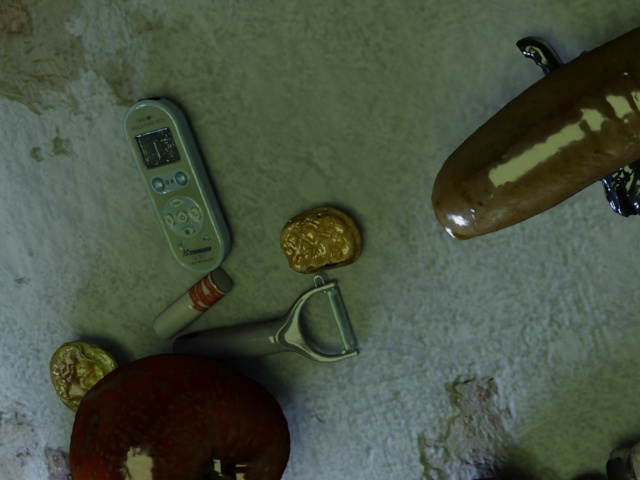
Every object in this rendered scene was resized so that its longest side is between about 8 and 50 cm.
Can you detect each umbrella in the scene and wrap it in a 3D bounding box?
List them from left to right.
[{"bbox_3d":[0.303,-0.128,1.279,0.071,0.071,0.248,-32,98,29],"label":"umbrella"}]

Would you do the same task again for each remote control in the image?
[{"bbox_3d":[-0.186,-0.073,1.512,0.087,0.047,0.244,-11,107,29],"label":"remote control"}]

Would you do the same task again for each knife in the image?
[{"bbox_3d":[-0.093,0.125,1.554,0.278,0.053,0.123,-12,100,25],"label":"knife"}]

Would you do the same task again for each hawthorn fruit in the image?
[{"bbox_3d":[-0.202,0.282,1.540,0.299,0.275,0.275,-4,110,35],"label":"hawthorn fruit"}]

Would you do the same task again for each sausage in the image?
[{"bbox_3d":[0.333,-0.149,1.182,0.500,0.123,0.136,-25,105,15],"label":"sausage"}]

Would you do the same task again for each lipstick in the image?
[{"bbox_3d":[-0.177,0.088,1.578,0.130,0.038,0.038,-38,94,30],"label":"lipstick"}]

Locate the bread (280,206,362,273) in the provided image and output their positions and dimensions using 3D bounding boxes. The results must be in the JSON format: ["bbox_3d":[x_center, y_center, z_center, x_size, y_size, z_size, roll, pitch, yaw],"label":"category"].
[{"bbox_3d":[0.000,0.000,1.467,0.110,0.044,0.083,-15,103,29],"label":"bread"}]

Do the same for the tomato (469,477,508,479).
[{"bbox_3d":[0.219,0.398,1.475,0.187,0.151,0.187,-18,61,36],"label":"tomato"}]

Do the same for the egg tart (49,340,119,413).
[{"bbox_3d":[-0.336,0.202,1.681,0.130,0.052,0.130,7,112,19],"label":"egg tart"}]

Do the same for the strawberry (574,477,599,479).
[{"bbox_3d":[0.341,0.352,1.450,0.106,0.106,0.106,8,114,19],"label":"strawberry"}]

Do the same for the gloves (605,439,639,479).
[{"bbox_3d":[0.419,0.279,1.385,0.144,0.094,0.110,5,89,43],"label":"gloves"}]
